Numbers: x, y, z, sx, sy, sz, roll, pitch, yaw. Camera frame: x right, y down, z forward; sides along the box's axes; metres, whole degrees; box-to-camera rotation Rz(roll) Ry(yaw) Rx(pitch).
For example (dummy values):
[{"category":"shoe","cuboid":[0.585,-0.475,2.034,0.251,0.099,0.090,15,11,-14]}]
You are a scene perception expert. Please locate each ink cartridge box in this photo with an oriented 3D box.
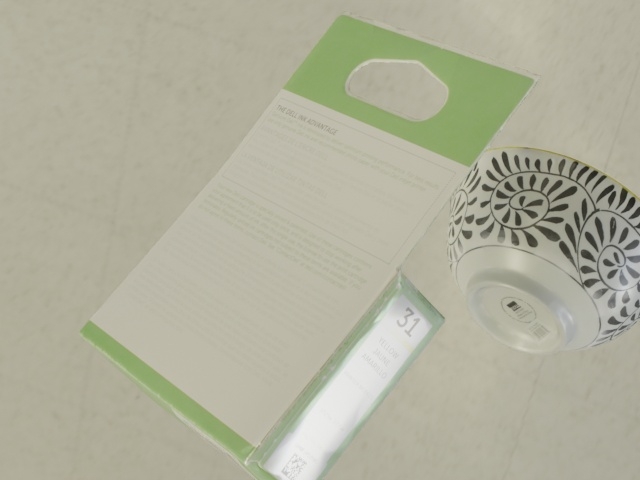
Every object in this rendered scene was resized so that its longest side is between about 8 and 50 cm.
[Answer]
[{"category":"ink cartridge box","cuboid":[0.000,0.000,0.775,0.171,0.235,0.056,28,165,49]}]

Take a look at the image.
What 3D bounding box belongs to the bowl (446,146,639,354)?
[{"category":"bowl","cuboid":[0.147,0.024,1.005,0.170,0.080,0.170,25,150,16]}]
